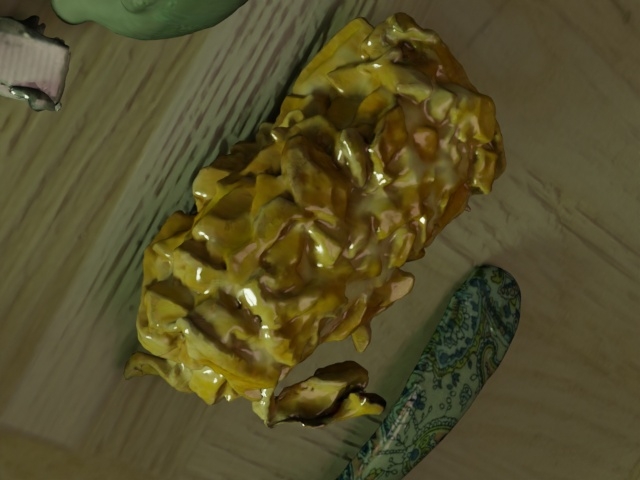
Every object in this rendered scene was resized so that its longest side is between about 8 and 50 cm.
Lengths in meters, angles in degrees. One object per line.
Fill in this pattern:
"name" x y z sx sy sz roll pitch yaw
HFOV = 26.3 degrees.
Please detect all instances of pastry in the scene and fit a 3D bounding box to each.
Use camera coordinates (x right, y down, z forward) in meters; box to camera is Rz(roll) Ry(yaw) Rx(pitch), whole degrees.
"pastry" 0.000 0.000 0.762 0.250 0.102 0.154 -51 133 -14

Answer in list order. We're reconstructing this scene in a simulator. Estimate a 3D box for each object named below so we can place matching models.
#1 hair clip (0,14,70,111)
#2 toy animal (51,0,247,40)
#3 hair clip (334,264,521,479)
"hair clip" -0.188 -0.092 0.580 0.172 0.049 0.116 8 99 -43
"toy animal" -0.035 -0.182 0.660 0.108 0.138 0.236 50 41 -6
"hair clip" 0.069 0.111 0.931 0.229 0.036 0.066 -51 129 -13
